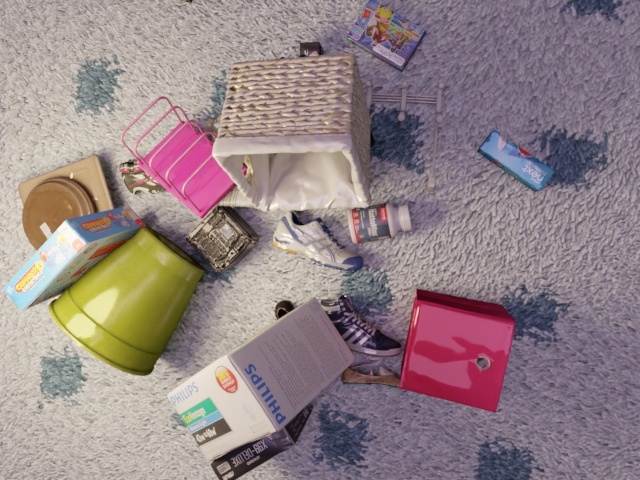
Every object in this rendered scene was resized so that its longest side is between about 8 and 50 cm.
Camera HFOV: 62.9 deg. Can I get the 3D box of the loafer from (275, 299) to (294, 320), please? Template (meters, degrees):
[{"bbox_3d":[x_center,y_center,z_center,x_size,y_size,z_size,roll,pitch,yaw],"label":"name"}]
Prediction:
[{"bbox_3d":[-0.088,0.297,1.649,0.080,0.078,0.220,-31,86,9],"label":"loafer"}]

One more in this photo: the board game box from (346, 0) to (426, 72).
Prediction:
[{"bbox_3d":[0.200,-0.624,1.595,0.201,0.035,0.136,34,97,7],"label":"board game box"}]

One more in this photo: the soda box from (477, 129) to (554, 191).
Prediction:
[{"bbox_3d":[0.567,-0.232,1.527,0.210,0.067,0.071,37,97,6],"label":"soda box"}]

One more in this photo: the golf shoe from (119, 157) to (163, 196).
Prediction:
[{"bbox_3d":[-0.517,-0.215,1.712,0.272,0.105,0.120,-3,108,15],"label":"golf shoe"}]

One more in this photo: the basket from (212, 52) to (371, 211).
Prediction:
[{"bbox_3d":[-0.048,-0.253,1.300,0.331,0.328,0.266,-1,70,13],"label":"basket"}]

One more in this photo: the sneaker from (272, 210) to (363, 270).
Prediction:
[{"bbox_3d":[0.000,0.000,1.610,0.296,0.112,0.131,20,94,8],"label":"sneaker"}]

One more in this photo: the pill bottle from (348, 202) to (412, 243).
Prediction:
[{"bbox_3d":[0.180,-0.056,1.579,0.180,0.108,0.108,-10,90,10],"label":"pill bottle"}]

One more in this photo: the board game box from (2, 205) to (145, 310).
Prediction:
[{"bbox_3d":[-0.717,0.042,1.554,0.302,0.308,0.086,-41,91,15],"label":"board game box"}]

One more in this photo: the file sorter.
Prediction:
[{"bbox_3d":[-0.402,-0.251,1.526,0.290,0.182,0.202,37,77,19],"label":"file sorter"}]

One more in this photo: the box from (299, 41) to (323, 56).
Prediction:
[{"bbox_3d":[-0.026,-0.572,1.611,0.062,0.083,0.052,0,91,9],"label":"box"}]

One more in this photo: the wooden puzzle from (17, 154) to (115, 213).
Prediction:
[{"bbox_3d":[-0.833,-0.086,1.773,0.347,0.080,0.322,-18,88,14],"label":"wooden puzzle"}]

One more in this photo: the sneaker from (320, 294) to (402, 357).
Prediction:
[{"bbox_3d":[0.118,0.257,1.603,0.282,0.099,0.153,10,95,12],"label":"sneaker"}]

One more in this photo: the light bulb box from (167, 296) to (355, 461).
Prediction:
[{"bbox_3d":[-0.162,0.382,1.461,0.358,0.361,0.225,-38,84,40],"label":"light bulb box"}]

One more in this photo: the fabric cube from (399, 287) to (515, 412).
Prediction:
[{"bbox_3d":[0.374,0.294,1.479,0.258,0.259,0.254,12,95,10],"label":"fabric cube"}]

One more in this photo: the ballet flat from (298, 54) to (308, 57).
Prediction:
[{"bbox_3d":[-0.003,-0.499,1.592,0.173,0.057,0.049,27,56,-28],"label":"ballet flat"}]

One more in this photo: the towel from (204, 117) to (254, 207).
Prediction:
[{"bbox_3d":[-0.236,-0.246,1.621,0.324,0.056,0.312,3,71,11],"label":"towel"}]

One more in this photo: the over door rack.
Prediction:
[{"bbox_3d":[0.239,-0.314,1.562,0.239,0.108,0.324,5,93,10],"label":"over door rack"}]

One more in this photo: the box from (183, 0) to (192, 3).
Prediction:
[{"bbox_3d":[-0.485,-0.934,1.692,0.216,0.060,0.270,20,95,9],"label":"box"}]

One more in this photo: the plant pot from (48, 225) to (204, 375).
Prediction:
[{"bbox_3d":[-0.557,0.159,1.617,0.366,0.366,0.353,38,85,7],"label":"plant pot"}]

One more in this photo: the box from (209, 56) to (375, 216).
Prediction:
[{"bbox_3d":[-0.088,-0.313,1.545,0.318,0.097,0.395,-44,69,-1],"label":"box"}]

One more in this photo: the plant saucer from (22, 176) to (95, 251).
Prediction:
[{"bbox_3d":[-0.870,-0.070,1.721,0.277,0.041,0.278,1,94,14],"label":"plant saucer"}]

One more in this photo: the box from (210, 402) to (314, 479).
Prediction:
[{"bbox_3d":[-0.160,0.572,1.554,0.242,0.307,0.076,-33,86,8],"label":"box"}]

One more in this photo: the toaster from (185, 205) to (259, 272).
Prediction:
[{"bbox_3d":[-0.301,-0.002,1.661,0.186,0.110,0.168,45,99,6],"label":"toaster"}]

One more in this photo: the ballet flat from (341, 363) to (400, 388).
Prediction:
[{"bbox_3d":[0.167,0.418,1.617,0.206,0.073,0.067,2,78,6],"label":"ballet flat"}]
